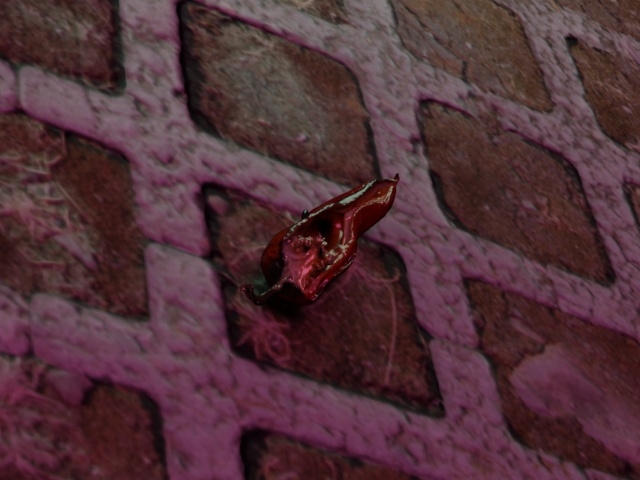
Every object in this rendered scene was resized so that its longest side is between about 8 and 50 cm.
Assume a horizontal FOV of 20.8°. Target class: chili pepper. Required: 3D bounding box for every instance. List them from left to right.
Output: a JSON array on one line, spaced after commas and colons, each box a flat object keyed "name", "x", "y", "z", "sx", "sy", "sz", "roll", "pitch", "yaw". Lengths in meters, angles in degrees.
[{"name": "chili pepper", "x": 0.000, "y": 0.000, "z": 1.329, "sx": 0.059, "sy": 0.050, "sz": 0.268, "roll": 58, "pitch": 30, "yaw": -7}]
